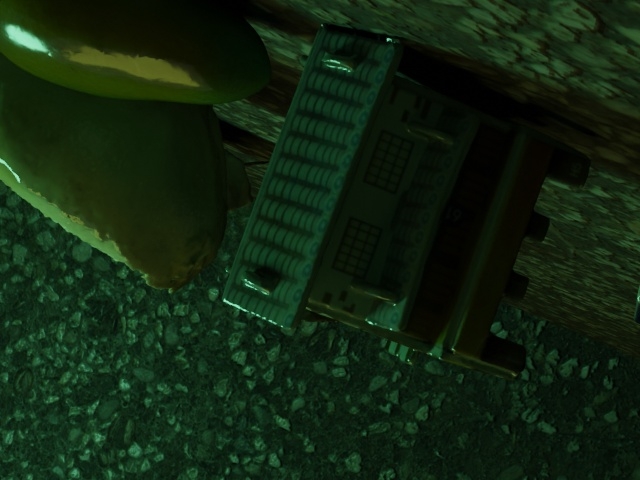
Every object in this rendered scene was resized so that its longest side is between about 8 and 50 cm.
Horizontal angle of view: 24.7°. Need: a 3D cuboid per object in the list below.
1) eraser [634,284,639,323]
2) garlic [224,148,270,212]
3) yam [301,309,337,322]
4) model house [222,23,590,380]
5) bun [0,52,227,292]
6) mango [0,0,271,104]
[{"bbox_3d":[0.377,0.058,1.432,0.124,0.081,0.279,22,177,13],"label":"eraser"},{"bbox_3d":[-0.232,-0.133,2.230,0.245,0.231,0.340,-21,-170,8],"label":"garlic"},{"bbox_3d":[-0.002,-0.001,1.926,0.128,0.238,0.129,16,-178,12],"label":"yam"},{"bbox_3d":[0.059,-0.025,1.135,0.215,0.224,0.198,20,180,-19],"label":"model house"},{"bbox_3d":[-0.229,-0.121,1.560,0.364,0.202,0.364,41,-176,-3],"label":"bun"},{"bbox_3d":[-0.163,-0.168,1.196,0.251,0.114,0.156,23,170,23],"label":"mango"}]
